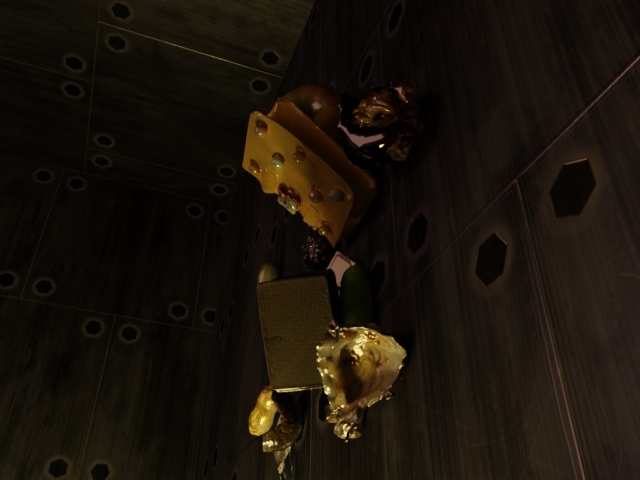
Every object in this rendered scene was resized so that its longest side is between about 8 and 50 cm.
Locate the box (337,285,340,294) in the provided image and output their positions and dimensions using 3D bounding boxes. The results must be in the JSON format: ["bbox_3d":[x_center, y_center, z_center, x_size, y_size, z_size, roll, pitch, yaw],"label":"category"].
[{"bbox_3d":[0.042,0.196,1.680,0.132,0.034,0.235,150,130,-68],"label":"box"}]

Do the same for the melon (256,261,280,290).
[{"bbox_3d":[-0.212,0.165,2.409,0.099,0.099,0.162,168,111,-71],"label":"melon"}]

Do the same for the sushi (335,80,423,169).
[{"bbox_3d":[0.152,-0.282,1.447,0.213,0.204,0.200,-22,-78,-66],"label":"sushi"}]

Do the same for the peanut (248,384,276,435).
[{"bbox_3d":[-0.191,0.586,2.057,0.087,0.087,0.207,-111,40,-61],"label":"peanut"}]

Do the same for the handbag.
[{"bbox_3d":[-0.048,-0.179,1.690,0.133,0.401,0.283,-41,-13,-32],"label":"handbag"}]

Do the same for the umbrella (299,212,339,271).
[{"bbox_3d":[-0.002,-0.038,1.853,0.110,0.122,0.272,87,178,-65],"label":"umbrella"}]

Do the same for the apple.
[{"bbox_3d":[-0.017,-0.334,1.883,0.250,0.277,0.309,68,-154,-56],"label":"apple"}]

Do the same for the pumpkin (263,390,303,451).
[{"bbox_3d":[-0.105,0.535,1.768,0.119,0.107,0.184,70,-155,-63],"label":"pumpkin"}]

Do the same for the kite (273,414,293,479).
[{"bbox_3d":[-0.114,0.677,1.855,0.360,0.022,0.204,-98,27,-58],"label":"kite"}]

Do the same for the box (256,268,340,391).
[{"bbox_3d":[-0.041,0.218,1.481,0.143,0.184,0.273,-25,-74,-81],"label":"box"}]

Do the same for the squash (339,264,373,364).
[{"bbox_3d":[0.088,0.181,1.464,0.082,0.082,0.293,124,153,-49],"label":"squash"}]

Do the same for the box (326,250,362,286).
[{"bbox_3d":[0.060,0.079,1.620,0.079,0.035,0.083,35,96,41],"label":"box"}]

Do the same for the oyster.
[{"bbox_3d":[0.083,0.316,1.311,0.133,0.197,0.337,-26,-47,-51],"label":"oyster"}]
